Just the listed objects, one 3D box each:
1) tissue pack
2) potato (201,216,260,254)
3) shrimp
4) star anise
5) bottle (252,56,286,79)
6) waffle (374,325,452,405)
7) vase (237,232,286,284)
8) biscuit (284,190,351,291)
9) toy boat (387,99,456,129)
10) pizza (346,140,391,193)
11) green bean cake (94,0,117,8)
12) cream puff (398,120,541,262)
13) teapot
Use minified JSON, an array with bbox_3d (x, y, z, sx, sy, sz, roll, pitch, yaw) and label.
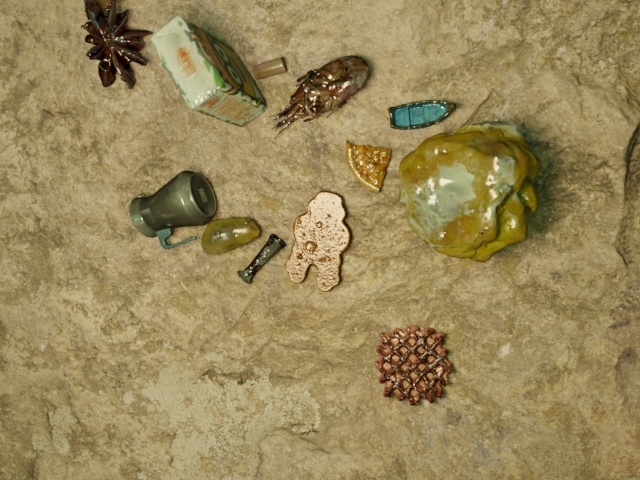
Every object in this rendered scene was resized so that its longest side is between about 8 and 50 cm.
[{"bbox_3d":[-0.297,-0.452,1.382,0.128,0.311,0.227,-33,86,15],"label":"tissue pack"},{"bbox_3d":[-0.275,-0.019,1.519,0.188,0.085,0.105,-12,93,6],"label":"potato"},{"bbox_3d":[-0.010,-0.404,1.434,0.343,0.116,0.145,-33,73,10],"label":"shrimp"},{"bbox_3d":[-0.632,-0.603,1.534,0.213,0.129,0.282,-23,98,17],"label":"star anise"},{"bbox_3d":[-0.151,-0.511,1.487,0.097,0.045,0.045,-11,91,12],"label":"bottle"},{"bbox_3d":[0.269,0.366,1.460,0.222,0.055,0.234,-5,88,12],"label":"waffle"},{"bbox_3d":[-0.180,0.056,1.519,0.059,0.059,0.167,43,99,5],"label":"vase"},{"bbox_3d":[0.000,0.000,1.491,0.186,0.044,0.294,17,97,5],"label":"biscuit"},{"bbox_3d":[0.283,-0.355,1.402,0.186,0.077,0.075,-4,92,10],"label":"toy boat"},{"bbox_3d":[0.149,-0.224,1.452,0.131,0.041,0.178,-19,90,9],"label":"pizza"},{"bbox_3d":[-0.678,-0.779,1.499,0.109,0.179,0.085,-26,89,13],"label":"green bean cake"},{"bbox_3d":[0.410,-0.129,1.317,0.379,0.276,0.377,4,97,39],"label":"cream puff"},{"bbox_3d":[-0.440,-0.087,1.509,0.225,0.171,0.203,-19,92,17],"label":"teapot"}]
